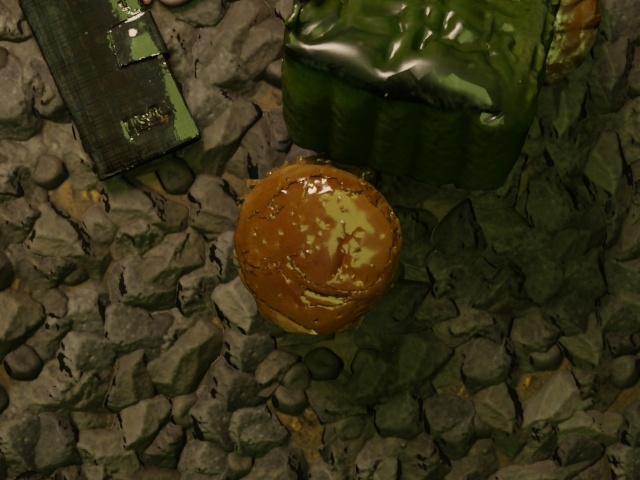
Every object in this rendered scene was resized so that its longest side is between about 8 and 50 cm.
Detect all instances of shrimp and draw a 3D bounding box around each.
[{"bbox_3d":[0.267,-0.391,1.096,0.233,0.071,0.365,-30,104,4],"label":"shrimp"}]

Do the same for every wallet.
[{"bbox_3d":[-0.300,-0.258,1.058,0.169,0.044,0.317,-22,97,6],"label":"wallet"}]

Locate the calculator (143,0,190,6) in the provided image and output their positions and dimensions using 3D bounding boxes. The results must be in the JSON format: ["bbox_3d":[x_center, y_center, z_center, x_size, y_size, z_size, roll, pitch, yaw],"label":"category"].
[{"bbox_3d":[-0.199,-0.391,1.069,0.166,0.024,0.103,-35,99,1],"label":"calculator"}]

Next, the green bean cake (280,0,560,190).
[{"bbox_3d":[0.130,-0.258,0.953,0.319,0.218,0.335,12,62,4],"label":"green bean cake"}]

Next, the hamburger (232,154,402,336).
[{"bbox_3d":[-0.006,-0.005,1.051,0.245,0.211,0.260,32,98,-3],"label":"hamburger"}]
